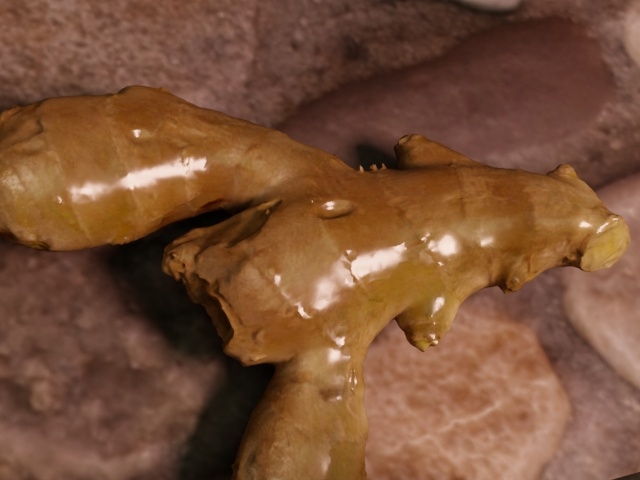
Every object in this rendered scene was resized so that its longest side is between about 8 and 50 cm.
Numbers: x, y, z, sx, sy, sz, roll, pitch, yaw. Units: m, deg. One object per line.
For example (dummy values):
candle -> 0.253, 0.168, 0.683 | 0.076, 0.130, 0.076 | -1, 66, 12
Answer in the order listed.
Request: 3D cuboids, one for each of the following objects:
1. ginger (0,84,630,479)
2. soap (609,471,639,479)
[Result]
ginger -> -0.011, -0.005, 0.807 | 0.348, 0.122, 0.363 | -36, 74, -20
soap -> 0.191, 0.219, 0.656 | 0.173, 0.289, 0.095 | 41, 73, 7
